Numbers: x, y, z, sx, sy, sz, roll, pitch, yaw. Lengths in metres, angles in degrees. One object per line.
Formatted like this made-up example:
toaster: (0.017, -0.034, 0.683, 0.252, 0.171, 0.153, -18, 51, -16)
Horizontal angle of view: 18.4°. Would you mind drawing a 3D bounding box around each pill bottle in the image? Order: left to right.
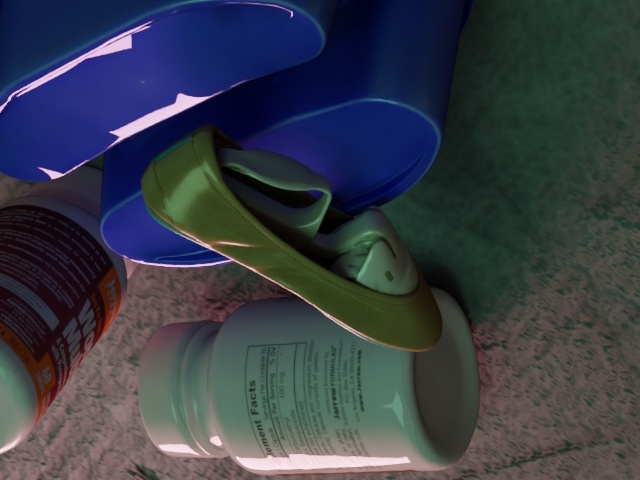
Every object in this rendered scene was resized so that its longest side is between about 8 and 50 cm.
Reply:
pill bottle: (-0.214, 0.044, 1.428, 0.121, 0.221, 0.121, 13, 128, 17)
pill bottle: (-0.011, 0.105, 1.438, 0.229, 0.131, 0.131, -5, 122, 29)

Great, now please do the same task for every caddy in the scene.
caddy: (-0.062, -0.130, 1.263, 0.341, 0.179, 0.241, -21, 135, 35)

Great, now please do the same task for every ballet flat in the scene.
ballet flat: (0.000, 0.000, 1.218, 0.232, 0.080, 0.073, 26, 126, -27)
